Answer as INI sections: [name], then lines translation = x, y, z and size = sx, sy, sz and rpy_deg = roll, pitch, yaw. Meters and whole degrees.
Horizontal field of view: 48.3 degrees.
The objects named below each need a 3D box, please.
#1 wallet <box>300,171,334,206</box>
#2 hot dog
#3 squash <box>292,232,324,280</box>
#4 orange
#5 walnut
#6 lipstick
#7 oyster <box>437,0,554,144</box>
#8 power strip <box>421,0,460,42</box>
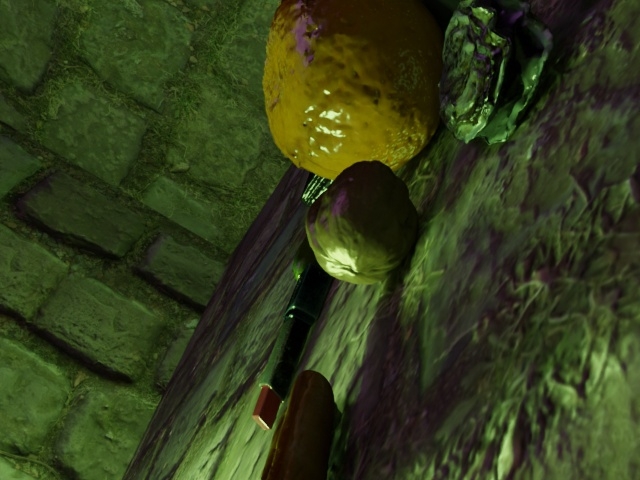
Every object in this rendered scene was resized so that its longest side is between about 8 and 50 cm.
[wallet]
translation = 0.044, -0.267, 2.040
size = 0.228, 0.062, 0.406
rpy_deg = -53, 10, 29
[hot dog]
translation = -0.020, 0.232, 0.754
size = 0.249, 0.068, 0.100
rpy_deg = -74, 4, -65
[squash]
translation = 0.000, 0.000, 1.395
size = 0.069, 0.069, 0.258
rpy_deg = -51, 10, 41
[orange]
translation = 0.062, -0.261, 1.169
size = 0.341, 0.294, 0.340
rpy_deg = 179, 90, -73
[walnut]
translation = 0.055, -0.022, 0.950
size = 0.166, 0.149, 0.166
rpy_deg = 7, -90, -84
[lipstick]
translation = -0.052, 0.170, 1.170
size = 0.051, 0.051, 0.312
rpy_deg = -47, 16, 47
[oyster]
translation = 0.211, -0.217, 0.898
size = 0.267, 0.112, 0.198
rpy_deg = -94, 14, -61
[power strip]
translation = 0.246, -0.414, 1.177
size = 0.140, 0.139, 0.224
rpy_deg = -57, 10, -4
